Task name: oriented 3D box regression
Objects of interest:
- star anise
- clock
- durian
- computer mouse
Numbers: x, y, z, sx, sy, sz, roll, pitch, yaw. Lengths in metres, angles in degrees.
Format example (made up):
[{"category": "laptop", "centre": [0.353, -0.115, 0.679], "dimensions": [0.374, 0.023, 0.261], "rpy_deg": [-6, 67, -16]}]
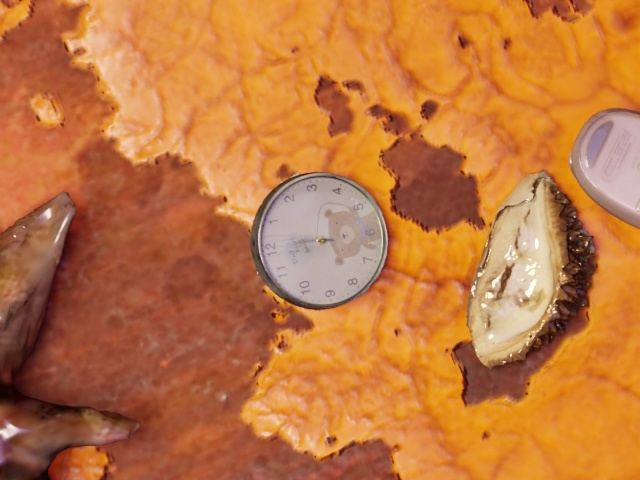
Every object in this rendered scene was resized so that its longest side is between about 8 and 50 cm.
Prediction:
[{"category": "star anise", "centre": [-0.245, 0.106, 0.989], "dimensions": [0.292, 0.109, 0.349], "rpy_deg": [-11, 89, -19]}, {"category": "clock", "centre": [0.000, 0.000, 1.097], "dimensions": [0.085, 0.017, 0.085], "rpy_deg": [1, 88, -13]}, {"category": "durian", "centre": [0.133, 0.022, 1.125], "dimensions": [0.066, 0.052, 0.130], "rpy_deg": [14, 79, 26]}, {"category": "computer mouse", "centre": [0.199, -0.041, 1.136], "dimensions": [0.096, 0.039, 0.066], "rpy_deg": [28, 81, -3]}]
